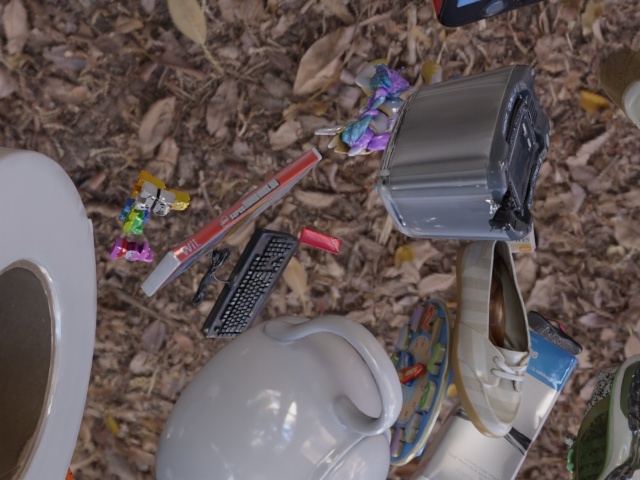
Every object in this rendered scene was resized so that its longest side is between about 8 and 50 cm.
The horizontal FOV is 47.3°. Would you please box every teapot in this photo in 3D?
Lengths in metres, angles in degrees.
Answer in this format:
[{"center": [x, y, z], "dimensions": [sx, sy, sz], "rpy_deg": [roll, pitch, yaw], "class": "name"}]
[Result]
[{"center": [-0.017, 0.206, 0.702], "dimensions": [0.187, 0.252, 0.256], "rpy_deg": [32, 171, 29], "class": "teapot"}]

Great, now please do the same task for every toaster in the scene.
[{"center": [0.158, -0.085, 0.802], "dimensions": [0.146, 0.227, 0.129], "rpy_deg": [-2, 140, 32], "class": "toaster"}]

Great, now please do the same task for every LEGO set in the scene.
[{"center": [-0.277, -0.046, 1.229], "dimensions": [0.093, 0.087, 0.227], "rpy_deg": [15, 146, -22], "class": "LEGO set"}]

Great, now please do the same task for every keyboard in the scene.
[{"center": [-0.187, 0.101, 1.640], "dimensions": [0.201, 0.033, 0.317], "rpy_deg": [10, 122, -35], "class": "keyboard"}]

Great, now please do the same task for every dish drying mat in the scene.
[{"center": [0.000, 0.000, 1.458], "dimensions": [0.083, 0.032, 0.008], "rpy_deg": [19, 167, -8], "class": "dish drying mat"}]

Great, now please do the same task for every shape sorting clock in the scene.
[{"center": [0.110, 0.168, 0.887], "dimensions": [0.040, 0.206, 0.206], "rpy_deg": [22, 132, -9], "class": "shape sorting clock"}]

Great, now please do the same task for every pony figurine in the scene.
[{"center": [0.193, -0.225, 1.441], "dimensions": [0.351, 0.363, 0.303], "rpy_deg": [19, 127, 6], "class": "pony figurine"}]

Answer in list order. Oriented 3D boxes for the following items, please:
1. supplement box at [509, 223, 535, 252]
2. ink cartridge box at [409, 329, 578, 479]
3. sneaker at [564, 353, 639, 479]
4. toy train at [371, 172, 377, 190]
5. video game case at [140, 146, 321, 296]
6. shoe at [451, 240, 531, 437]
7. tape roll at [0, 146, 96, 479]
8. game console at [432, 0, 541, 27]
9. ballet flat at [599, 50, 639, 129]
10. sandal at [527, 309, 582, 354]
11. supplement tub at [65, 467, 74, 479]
[{"center": [0.505, -0.022, 1.851], "dimensions": [0.062, 0.036, 0.098], "rpy_deg": [-4, 102, 31], "class": "supplement box"}, {"center": [0.363, 0.409, 1.592], "dimensions": [0.166, 0.395, 0.285], "rpy_deg": [31, 158, 12], "class": "ink cartridge box"}, {"center": [0.468, 0.377, 1.197], "dimensions": [0.158, 0.410, 0.182], "rpy_deg": [31, 164, -10], "class": "sneaker"}, {"center": [0.197, -0.141, 1.847], "dimensions": [0.046, 0.166, 0.125], "rpy_deg": [-31, 95, 32], "class": "toy train"}, {"center": [-0.138, -0.027, 1.115], "dimensions": [0.025, 0.285, 0.204], "rpy_deg": [51, 151, -2], "class": "video game case"}, {"center": [0.185, 0.099, 0.787], "dimensions": [0.076, 0.219, 0.058], "rpy_deg": [9, 160, -29], "class": "shoe"}, {"center": [-0.238, 0.066, 0.377], "dimensions": [0.169, 0.246, 0.246], "rpy_deg": [6, 132, 1], "class": "tape roll"}, {"center": [0.384, -0.533, 1.297], "dimensions": [0.342, 0.060, 0.386], "rpy_deg": [-14, 164, -6], "class": "game console"}, {"center": [0.573, -0.173, 1.132], "dimensions": [0.342, 0.124, 0.116], "rpy_deg": [41, 137, 13], "class": "ballet flat"}, {"center": [0.636, 0.245, 1.987], "dimensions": [0.179, 0.040, 0.067], "rpy_deg": [36, 152, -1], "class": "sandal"}, {"center": [-0.387, 0.303, 0.678], "dimensions": [0.207, 0.338, 0.207], "rpy_deg": [1, 95, 13], "class": "supplement tub"}]
